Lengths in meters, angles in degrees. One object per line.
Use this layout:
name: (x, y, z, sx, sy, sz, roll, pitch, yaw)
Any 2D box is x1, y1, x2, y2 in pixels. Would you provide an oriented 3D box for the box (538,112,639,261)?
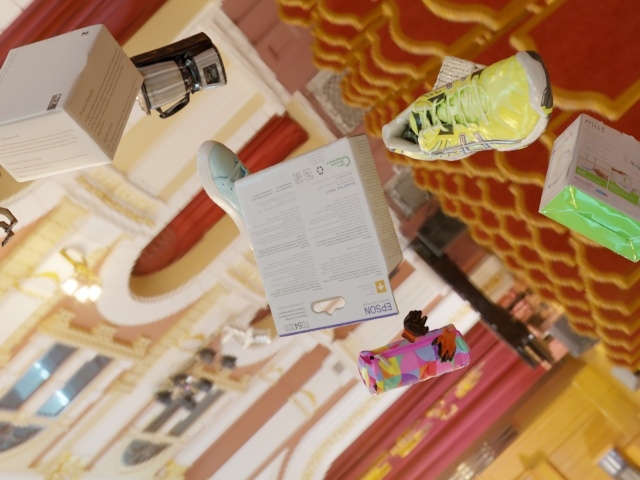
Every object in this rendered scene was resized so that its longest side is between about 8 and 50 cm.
box: (0.651, -0.122, 1.948, 0.262, 0.231, 0.127, 26, 145, -7)

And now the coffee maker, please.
coffee maker: (-0.295, -0.347, 1.728, 0.171, 0.178, 0.120, 59, 162, 26)

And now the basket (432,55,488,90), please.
basket: (0.305, -0.301, 1.724, 0.113, 0.103, 0.167, 11, -165, -17)

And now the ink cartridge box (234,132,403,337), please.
ink cartridge box: (0.000, 0.000, 1.639, 0.071, 0.324, 0.330, -18, -88, -47)

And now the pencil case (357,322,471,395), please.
pencil case: (0.191, 0.245, 1.788, 0.104, 0.236, 0.104, 165, 90, -72)

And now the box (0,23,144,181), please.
box: (-0.384, -0.201, 1.276, 0.119, 0.182, 0.181, 56, -146, -45)

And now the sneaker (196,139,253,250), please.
sneaker: (-0.161, -0.113, 2.147, 0.150, 0.135, 0.366, -6, 137, 33)

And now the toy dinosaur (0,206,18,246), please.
toy dinosaur: (-0.376, -0.036, 0.946, 0.092, 0.053, 0.183, 40, -145, -5)

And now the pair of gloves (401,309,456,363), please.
pair of gloves: (0.148, 0.130, 1.175, 0.083, 0.010, 0.074, 32, -147, 0)

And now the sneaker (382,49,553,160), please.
sneaker: (0.238, -0.199, 1.435, 0.384, 0.147, 0.145, -27, 76, 66)
